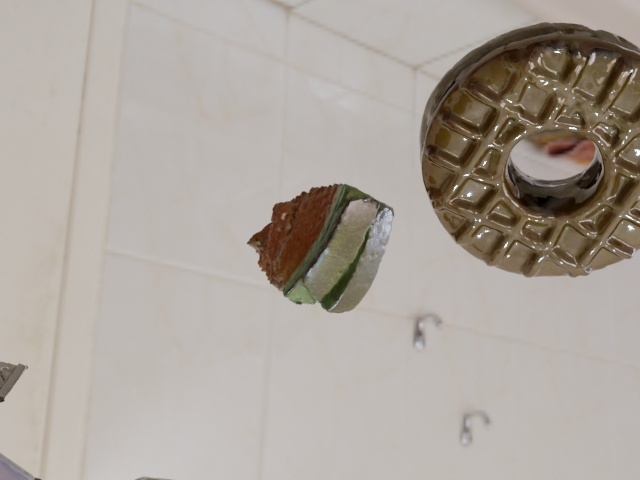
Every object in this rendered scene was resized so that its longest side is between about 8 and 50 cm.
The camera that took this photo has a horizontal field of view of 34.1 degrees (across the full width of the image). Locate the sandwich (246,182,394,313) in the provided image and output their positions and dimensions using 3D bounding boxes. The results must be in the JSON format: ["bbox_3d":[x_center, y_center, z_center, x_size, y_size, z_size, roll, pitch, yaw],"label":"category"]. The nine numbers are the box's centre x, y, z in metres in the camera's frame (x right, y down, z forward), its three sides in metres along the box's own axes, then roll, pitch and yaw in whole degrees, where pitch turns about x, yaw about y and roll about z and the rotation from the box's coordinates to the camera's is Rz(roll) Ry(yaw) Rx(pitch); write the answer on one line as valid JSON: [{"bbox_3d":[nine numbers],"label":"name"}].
[{"bbox_3d":[0.005,-0.007,1.396,0.109,0.185,0.160,14,-157,-42],"label":"sandwich"}]

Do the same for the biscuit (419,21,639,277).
[{"bbox_3d":[0.277,-0.102,1.257,0.331,0.103,0.332,6,122,9],"label":"biscuit"}]

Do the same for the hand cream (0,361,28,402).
[{"bbox_3d":[-0.471,0.145,1.184,0.256,0.050,0.084,3,-163,-2],"label":"hand cream"}]

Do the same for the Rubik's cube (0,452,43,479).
[{"bbox_3d":[-0.322,0.377,0.817,0.313,0.318,0.316,-30,140,0],"label":"Rubik's cube"}]

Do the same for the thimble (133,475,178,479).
[{"bbox_3d":[-0.175,0.381,1.266,0.143,0.191,0.137,11,-158,-16],"label":"thimble"}]
